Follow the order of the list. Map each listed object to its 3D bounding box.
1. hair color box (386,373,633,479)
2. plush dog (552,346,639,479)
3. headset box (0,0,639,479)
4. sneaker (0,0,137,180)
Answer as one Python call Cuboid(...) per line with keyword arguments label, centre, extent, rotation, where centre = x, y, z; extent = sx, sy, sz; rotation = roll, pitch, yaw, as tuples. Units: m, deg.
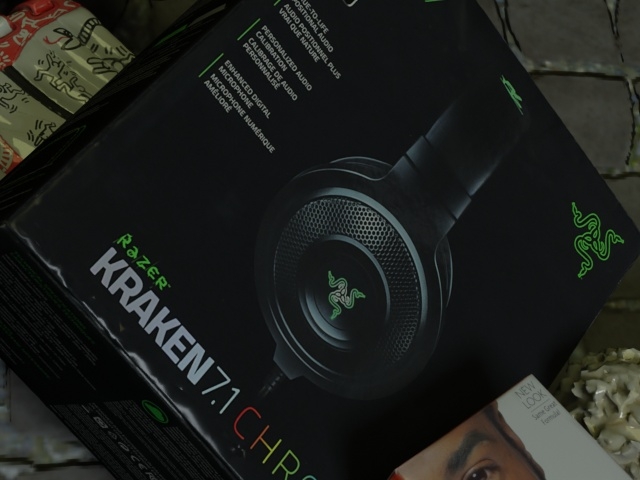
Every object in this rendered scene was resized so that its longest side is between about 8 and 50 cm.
Cuboid(label="hair color box", centre=(0.106, 0.146, 0.511), extent=(0.093, 0.053, 0.167), rotation=(-28, 64, -37))
Cuboid(label="plush dog", centre=(0.264, 0.138, 0.572), extent=(0.262, 0.210, 0.225), rotation=(43, 15, -29))
Cuboid(label="headset box", centre=(0.000, 0.000, 0.624), extent=(0.246, 0.131, 0.283), rotation=(52, 59, -16))
Cuboid(label="sneaker", centre=(-0.208, -0.077, 0.672), extent=(0.270, 0.090, 0.145), rotation=(23, 59, -9))
